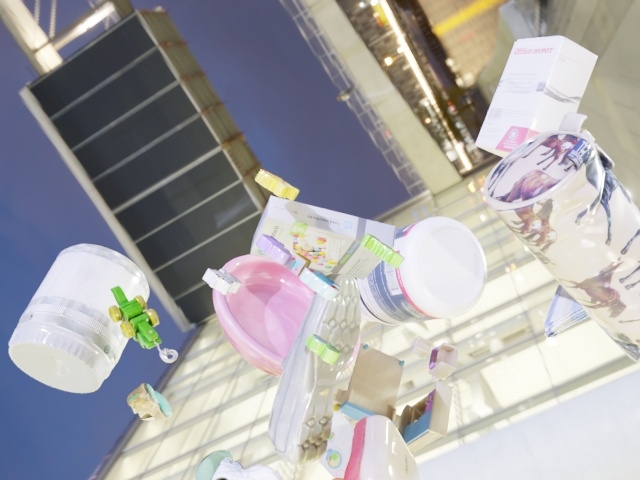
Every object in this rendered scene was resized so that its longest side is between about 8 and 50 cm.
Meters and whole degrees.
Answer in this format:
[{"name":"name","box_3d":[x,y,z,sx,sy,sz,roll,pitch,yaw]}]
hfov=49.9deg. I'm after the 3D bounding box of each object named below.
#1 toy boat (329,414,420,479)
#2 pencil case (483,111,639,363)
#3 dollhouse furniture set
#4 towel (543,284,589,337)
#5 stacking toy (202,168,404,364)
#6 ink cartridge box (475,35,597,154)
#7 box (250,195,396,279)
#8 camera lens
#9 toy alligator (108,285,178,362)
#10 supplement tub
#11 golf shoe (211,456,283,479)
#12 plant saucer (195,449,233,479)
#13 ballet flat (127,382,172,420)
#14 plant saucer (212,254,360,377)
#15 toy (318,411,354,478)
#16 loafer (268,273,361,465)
[{"name":"toy boat","box_3d":[0.068,0.385,1.075,0.151,0.151,0.231,60,-170,-4]},{"name":"pencil case","box_3d":[0.434,0.011,1.032,0.410,0.183,0.160,44,-171,-20]},{"name":"dollhouse furniture set","box_3d":[0.171,0.385,1.822,0.303,0.198,0.287,24,-127,-8]},{"name":"towel","box_3d":[0.598,0.085,1.445,0.034,0.285,0.209,46,-141,-2]},{"name":"stacking toy","box_3d":[-0.028,0.033,0.884,0.221,0.167,0.052,33,-172,18]},{"name":"ink cartridge box","box_3d":[0.522,-0.337,1.677,0.117,0.283,0.207,18,-173,-21]},{"name":"box","box_3d":[0.000,0.000,1.017,0.145,0.186,0.038,124,158,-63]},{"name":"camera lens","box_3d":[-0.515,0.162,1.496,0.219,0.219,0.274,51,-140,-35]},{"name":"toy alligator","box_3d":[-0.287,0.146,1.106,0.189,0.056,0.051,42,140,31]},{"name":"supplement tub","box_3d":[0.177,0.069,1.367,0.191,0.272,0.191,6,-102,-27]},{"name":"golf shoe","box_3d":[-0.173,0.564,1.596,0.086,0.176,0.069,-41,-55,-56]},{"name":"plant saucer","box_3d":[-0.274,0.583,1.746,0.021,0.119,0.119,21,163,42]},{"name":"ballet flat","box_3d":[-0.414,0.394,1.648,0.073,0.067,0.206,57,169,29]},{"name":"plant saucer","box_3d":[-0.078,0.169,1.440,0.332,0.084,0.332,23,-150,-15]},{"name":"toy","box_3d":[0.033,0.518,1.734,0.237,0.056,0.137,52,-127,-14]},{"name":"loafer","box_3d":[-0.019,0.203,1.127,0.112,0.320,0.111,16,-179,-43]}]
